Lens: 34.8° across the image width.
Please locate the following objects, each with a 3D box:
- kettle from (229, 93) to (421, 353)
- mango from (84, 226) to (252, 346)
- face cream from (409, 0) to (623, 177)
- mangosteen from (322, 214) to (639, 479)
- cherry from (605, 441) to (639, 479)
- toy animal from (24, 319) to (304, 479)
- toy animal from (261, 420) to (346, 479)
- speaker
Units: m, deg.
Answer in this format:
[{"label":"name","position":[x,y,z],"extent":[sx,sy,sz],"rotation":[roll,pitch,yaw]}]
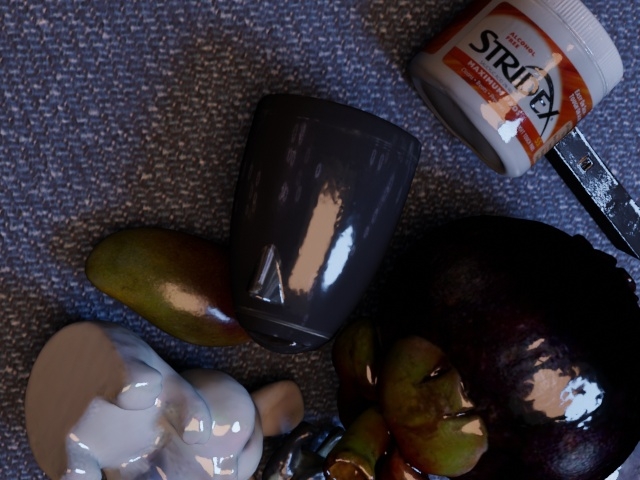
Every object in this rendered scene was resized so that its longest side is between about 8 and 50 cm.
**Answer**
[{"label":"kettle","position":[0.000,0.000,1.250],"extent":[0.207,0.268,0.290],"rotation":[11,83,24]},{"label":"mango","position":[-0.163,0.062,1.288],"extent":[0.267,0.111,0.133],"rotation":[19,78,-20]},{"label":"face cream","position":[0.239,-0.207,1.269],"extent":[0.187,0.201,0.201],"rotation":[-43,110,1]},{"label":"mangosteen","position":[0.199,0.174,1.267],"extent":[0.435,0.382,0.382],"rotation":[-41,110,-2]},{"label":"cherry","position":[0.384,0.311,1.461],"extent":[0.195,0.195,0.195],"rotation":[-3,105,-13]},{"label":"toy animal","position":[-0.183,0.223,1.294],"extent":[0.367,0.241,0.196],"rotation":[27,105,-33]},{"label":"toy animal","position":[0.001,0.320,1.377],"extent":[0.121,0.225,0.094],"rotation":[-47,67,4]},{"label":"speaker","position":[0.380,-0.071,1.406],"extent":[0.044,0.082,0.218],"rotation":[-42,108,1]}]
